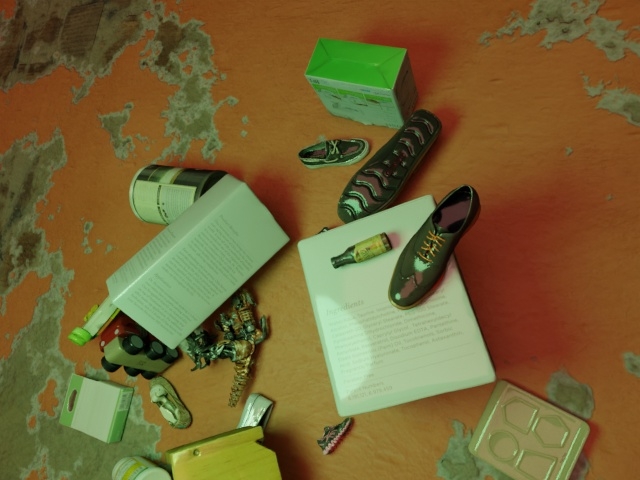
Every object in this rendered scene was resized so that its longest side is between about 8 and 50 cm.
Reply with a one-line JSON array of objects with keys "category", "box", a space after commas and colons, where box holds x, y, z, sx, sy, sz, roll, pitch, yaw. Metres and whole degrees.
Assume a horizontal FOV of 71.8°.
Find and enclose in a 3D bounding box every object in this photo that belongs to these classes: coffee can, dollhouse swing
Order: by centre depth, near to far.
[{"category": "dollhouse swing", "box": [-0.246, 0.689, 1.160, 0.315, 0.305, 0.346, -14, 75, -10]}, {"category": "coffee can", "box": [-0.437, -0.136, 1.424, 0.275, 0.201, 0.201, 9, 81, 22]}]

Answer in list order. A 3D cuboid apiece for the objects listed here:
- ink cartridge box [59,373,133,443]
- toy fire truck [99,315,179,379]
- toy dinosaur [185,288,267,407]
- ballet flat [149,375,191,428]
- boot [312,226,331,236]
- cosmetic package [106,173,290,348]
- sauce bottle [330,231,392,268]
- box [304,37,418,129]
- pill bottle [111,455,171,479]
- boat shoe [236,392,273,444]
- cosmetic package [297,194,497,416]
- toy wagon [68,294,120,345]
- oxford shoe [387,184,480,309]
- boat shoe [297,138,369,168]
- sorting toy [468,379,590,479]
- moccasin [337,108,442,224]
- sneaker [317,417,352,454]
[{"category": "ink cartridge box", "box": [-0.744, 0.549, 1.465, 0.235, 0.056, 0.171, 7, 80, 25]}, {"category": "toy fire truck", "box": [-0.563, 0.276, 1.384, 0.158, 0.217, 0.246, -39, 53, 9]}, {"category": "toy dinosaur", "box": [-0.265, 0.306, 1.294, 0.219, 0.164, 0.321, -4, 54, 4]}, {"category": "ballet flat", "box": [-0.479, 0.498, 1.367, 0.206, 0.067, 0.073, 36, 93, 24]}, {"category": "boot", "box": [0.000, 0.000, 1.238, 0.069, 0.190, 0.086, 41, 92, -3]}, {"category": "cosmetic package", "box": [-0.338, 0.051, 1.249, 0.453, 0.230, 0.161, -43, 33, -11]}, {"category": "sauce bottle", "box": [0.083, 0.025, 0.917, 0.128, 0.042, 0.042, -26, 70, 15]}, {"category": "box", "box": [0.124, -0.439, 1.264, 0.262, 0.231, 0.126, 18, 84, 24]}, {"category": "pill bottle", "box": [-0.528, 0.698, 1.283, 0.208, 0.118, 0.117, -9, 73, 46]}, {"category": "boat shoe", "box": [-0.197, 0.550, 1.238, 0.076, 0.083, 0.226, 12, 81, 24]}, {"category": "cosmetic package", "box": [0.187, 0.162, 1.047, 0.327, 0.329, 0.393, -20, 72, 16]}, {"category": "toy wagon", "box": [-0.705, 0.222, 1.451, 0.344, 0.068, 0.267, -29, 27, 51]}, {"category": "oxford shoe", "box": [0.208, 0.009, 0.844, 0.097, 0.098, 0.271, 30, 88, 23]}, {"category": "boat shoe", "box": [0.038, -0.268, 1.344, 0.219, 0.070, 0.077, -10, 74, 18]}, {"category": "sorting toy", "box": [0.480, 0.460, 1.030, 0.208, 0.038, 0.193, 25, 87, 28]}, {"category": "moccasin", "box": [0.188, -0.195, 1.245, 0.139, 0.147, 0.380, 34, 87, 10]}, {"category": "sneaker", "box": [0.035, 0.514, 1.184, 0.119, 0.047, 0.057, -50, 55, 3]}]
